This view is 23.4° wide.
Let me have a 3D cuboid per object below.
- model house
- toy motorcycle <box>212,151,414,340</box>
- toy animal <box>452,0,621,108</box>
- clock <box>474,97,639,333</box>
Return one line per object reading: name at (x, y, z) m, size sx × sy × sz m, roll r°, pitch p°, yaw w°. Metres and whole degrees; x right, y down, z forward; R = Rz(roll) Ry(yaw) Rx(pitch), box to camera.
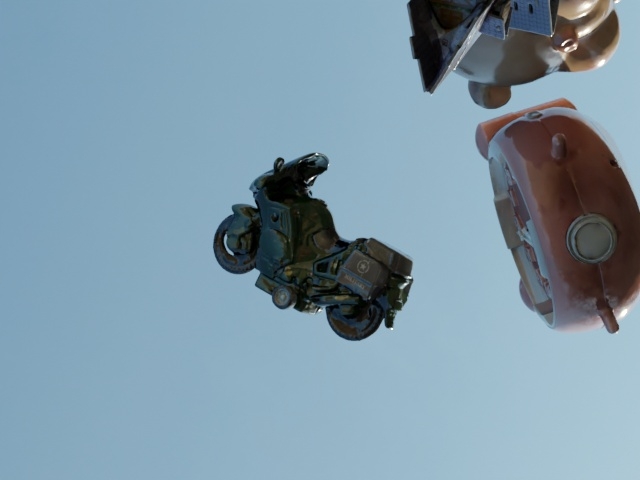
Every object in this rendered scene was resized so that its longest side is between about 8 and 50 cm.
model house at (0.101, -0.155, 0.904) m, size 0.167 × 0.117 × 0.088 m, roll -54°, pitch -30°, yaw -48°
toy motorcycle at (0.000, 0.000, 1.877) m, size 0.125 × 0.274 × 0.187 m, roll 15°, pitch -76°, yaw -62°
toy animal at (0.195, -0.273, 1.429) m, size 0.345 × 0.277 × 0.247 m, roll 66°, pitch -141°, yaw -51°
clock at (0.256, -0.024, 1.524) m, size 0.241 × 0.142 × 0.227 m, roll -96°, pitch -12°, yaw -81°
